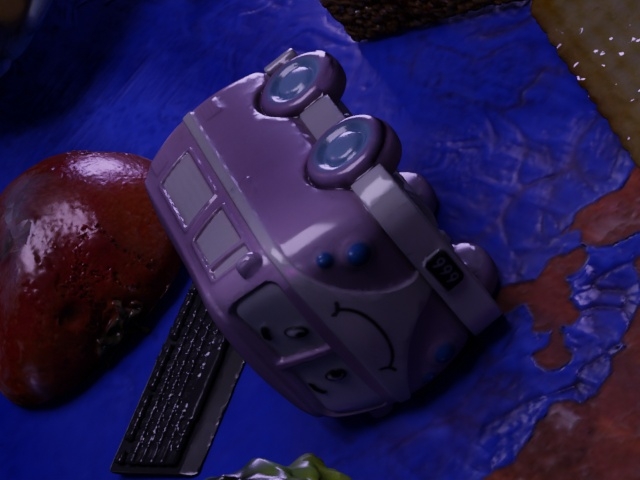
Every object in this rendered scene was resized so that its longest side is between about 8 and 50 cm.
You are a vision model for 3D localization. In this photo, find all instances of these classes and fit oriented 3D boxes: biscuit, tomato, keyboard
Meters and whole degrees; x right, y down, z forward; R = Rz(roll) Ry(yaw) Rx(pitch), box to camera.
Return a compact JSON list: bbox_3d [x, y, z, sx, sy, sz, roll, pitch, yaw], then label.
[{"bbox_3d":[0.227,-0.122,1.101,0.172,0.029,0.254,-38,35,11],"label":"biscuit"},{"bbox_3d":[-0.182,0.008,1.332,0.189,0.099,0.173,-45,37,4],"label":"tomato"},{"bbox_3d":[0.082,-0.174,1.272,0.199,0.064,0.034,-9,48,41],"label":"biscuit"},{"bbox_3d":[-0.071,0.061,1.237,0.074,0.015,0.196,-6,51,42],"label":"keyboard"}]

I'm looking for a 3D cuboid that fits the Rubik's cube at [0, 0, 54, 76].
[{"bbox_3d":[-0.393,-0.307,1.603,0.351,0.352,0.347,-26,39,52],"label":"Rubik's cube"}]

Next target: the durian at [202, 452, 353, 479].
[{"bbox_3d":[-0.092,0.248,0.927,0.339,0.204,0.256,-59,28,-7],"label":"durian"}]

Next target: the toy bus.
[{"bbox_3d":[0.000,0.000,1.120,0.142,0.142,0.202,-38,34,2],"label":"toy bus"}]
